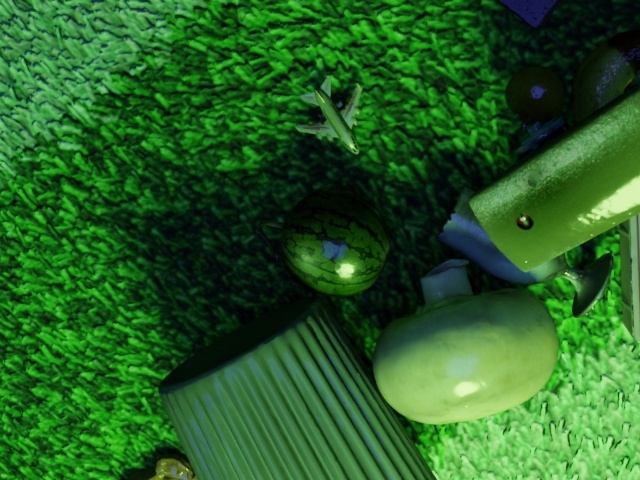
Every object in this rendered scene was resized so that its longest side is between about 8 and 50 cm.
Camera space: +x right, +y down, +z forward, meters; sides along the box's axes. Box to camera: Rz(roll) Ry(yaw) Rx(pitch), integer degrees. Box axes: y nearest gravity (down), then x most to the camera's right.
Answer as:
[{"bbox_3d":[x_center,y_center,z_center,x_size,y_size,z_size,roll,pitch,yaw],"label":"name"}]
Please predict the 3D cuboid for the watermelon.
[{"bbox_3d":[0.000,0.000,0.981,0.187,0.140,0.141,14,104,10],"label":"watermelon"}]

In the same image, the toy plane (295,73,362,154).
[{"bbox_3d":[0.021,-0.165,0.990,0.102,0.040,0.111,-32,98,15],"label":"toy plane"}]

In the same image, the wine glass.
[{"bbox_3d":[0.268,0.010,0.969,0.222,0.103,0.103,28,105,2],"label":"wine glass"}]

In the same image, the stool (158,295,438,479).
[{"bbox_3d":[-0.029,0.274,0.979,0.297,0.297,0.330,-27,94,12],"label":"stool"}]

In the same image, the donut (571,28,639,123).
[{"bbox_3d":[0.411,-0.174,0.923,0.166,0.073,0.184,-28,96,15],"label":"donut"}]

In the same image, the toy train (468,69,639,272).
[{"bbox_3d":[0.319,-0.101,0.816,0.299,0.202,0.131,-37,91,41],"label":"toy train"}]

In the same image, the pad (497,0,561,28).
[{"bbox_3d":[0.290,-0.461,0.906,0.220,0.004,0.330,35,105,-2],"label":"pad"}]

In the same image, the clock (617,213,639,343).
[{"bbox_3d":[0.475,0.030,0.965,0.150,0.063,0.197,-6,102,9],"label":"clock"}]

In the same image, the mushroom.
[{"bbox_3d":[0.182,0.125,0.945,0.246,0.246,0.203,-12,79,10],"label":"mushroom"}]

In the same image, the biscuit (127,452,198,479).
[{"bbox_3d":[-0.171,0.414,1.149,0.288,0.044,0.202,0,103,5],"label":"biscuit"}]

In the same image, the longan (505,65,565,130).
[{"bbox_3d":[0.272,-0.181,0.938,0.075,0.075,0.083,23,96,2],"label":"longan"}]
